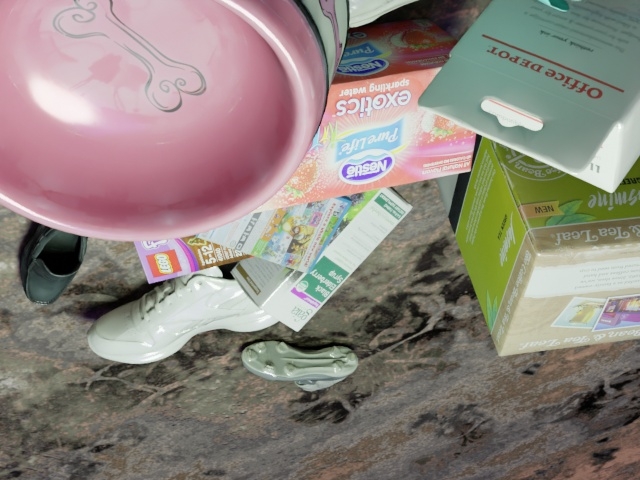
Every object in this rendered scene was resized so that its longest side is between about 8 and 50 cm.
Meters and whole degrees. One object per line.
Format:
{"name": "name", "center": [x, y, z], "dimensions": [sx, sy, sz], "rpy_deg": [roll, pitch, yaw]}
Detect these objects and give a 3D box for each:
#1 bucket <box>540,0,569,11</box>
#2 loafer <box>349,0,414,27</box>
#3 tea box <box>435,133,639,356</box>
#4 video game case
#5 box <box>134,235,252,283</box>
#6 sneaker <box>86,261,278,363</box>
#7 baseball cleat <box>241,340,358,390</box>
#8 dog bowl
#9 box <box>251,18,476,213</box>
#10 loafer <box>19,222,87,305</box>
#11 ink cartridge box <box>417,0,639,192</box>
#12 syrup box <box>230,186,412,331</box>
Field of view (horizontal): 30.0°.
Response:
{"name": "bucket", "center": [0.199, -0.368, 1.118], "dimensions": [0.281, 0.183, 0.281], "rpy_deg": [-45, 153, -31]}
{"name": "loafer", "center": [0.061, -0.306, 1.322], "dimensions": [0.320, 0.112, 0.111], "rpy_deg": [-19, 107, 7]}
{"name": "tea box", "center": [0.359, -0.052, 1.554], "dimensions": [0.329, 0.323, 0.220], "rpy_deg": [-7, 142, -12]}
{"name": "video game case", "center": [-0.059, -0.030, 1.505], "dimensions": [0.166, 0.015, 0.119], "rpy_deg": [19, 115, -25]}
{"name": "box", "center": [-0.157, -0.093, 1.485], "dimensions": [0.201, 0.057, 0.293], "rpy_deg": [-14, 128, -1]}
{"name": "sneaker", "center": [-0.198, 0.078, 1.730], "dimensions": [0.305, 0.114, 0.152], "rpy_deg": [-18, 129, -3]}
{"name": "baseball cleat", "center": [-0.042, 0.216, 1.971], "dimensions": [0.206, 0.072, 0.109], "rpy_deg": [6, 145, -21]}
{"name": "dog bowl", "center": [-0.175, -0.159, 1.073], "dimensions": [0.408, 0.150, 0.408], "rpy_deg": [-1, 139, -1]}
{"name": "box", "center": [0.025, -0.149, 1.388], "dimensions": [0.300, 0.142, 0.154], "rpy_deg": [-11, 125, -24]}
{"name": "loafer", "center": [-0.357, 0.021, 1.603], "dimensions": [0.076, 0.078, 0.223], "rpy_deg": [5, 139, -24]}
{"name": "ink cartridge box", "center": [0.279, -0.194, 1.296], "dimensions": [0.353, 0.207, 0.119], "rpy_deg": [-50, 153, -24]}
{"name": "syrup box", "center": [0.000, 0.000, 1.624], "dimensions": [0.237, 0.096, 0.093], "rpy_deg": [-48, 136, 6]}
